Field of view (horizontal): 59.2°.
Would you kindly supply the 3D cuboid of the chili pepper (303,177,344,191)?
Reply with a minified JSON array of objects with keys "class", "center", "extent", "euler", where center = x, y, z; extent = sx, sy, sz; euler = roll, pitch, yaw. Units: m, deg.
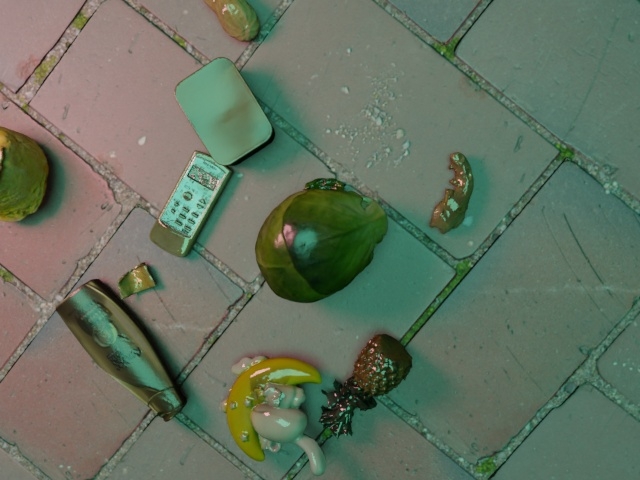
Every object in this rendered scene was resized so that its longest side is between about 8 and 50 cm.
[{"class":"chili pepper","center":[0.007,-0.118,1.225],"extent":[0.091,0.034,0.030],"euler":[-3,127,3]}]

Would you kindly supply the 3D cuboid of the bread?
[{"class":"bread","center":[-0.689,-0.146,1.200],"extent":[0.197,0.170,0.197],"euler":[-1,82,9]}]

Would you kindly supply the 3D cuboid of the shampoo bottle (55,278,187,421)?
[{"class":"shampoo bottle","center":[-0.430,0.250,1.252],"extent":[0.126,0.084,0.350],"euler":[-38,91,4]}]

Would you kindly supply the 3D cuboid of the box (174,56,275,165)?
[{"class":"box","center":[-0.196,-0.267,1.194],"extent":[0.144,0.090,0.201],"euler":[-33,91,6]}]

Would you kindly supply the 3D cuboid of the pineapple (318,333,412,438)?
[{"class":"pineapple","center":[0.086,0.319,1.217],"extent":[0.125,0.125,0.251],"euler":[36,106,1]}]

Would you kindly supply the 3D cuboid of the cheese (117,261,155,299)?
[{"class":"cheese","center":[-0.417,0.092,1.261],"extent":[0.084,0.041,0.060],"euler":[-27,99,-10]}]

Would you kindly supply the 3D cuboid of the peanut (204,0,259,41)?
[{"class":"peanut","center":[-0.200,-0.502,1.181],"extent":[0.082,0.082,0.187],"euler":[-36,92,6]}]

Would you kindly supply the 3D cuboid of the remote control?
[{"class":"remote control","center":[-0.287,-0.079,1.241],"extent":[0.098,0.038,0.233],"euler":[30,95,1]}]

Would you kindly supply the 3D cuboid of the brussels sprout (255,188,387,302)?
[{"class":"brussels sprout","center":[0.000,0.000,1.150],"extent":[0.271,0.210,0.219],"euler":[-26,97,-10]}]

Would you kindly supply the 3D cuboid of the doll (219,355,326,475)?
[{"class":"doll","center":[-0.098,0.370,1.224],"extent":[0.252,0.111,0.237],"euler":[6,84,11]}]

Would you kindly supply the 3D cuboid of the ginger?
[{"class":"ginger","center":[0.286,-0.097,1.196],"extent":[0.070,0.051,0.173],"euler":[15,90,-3]}]
